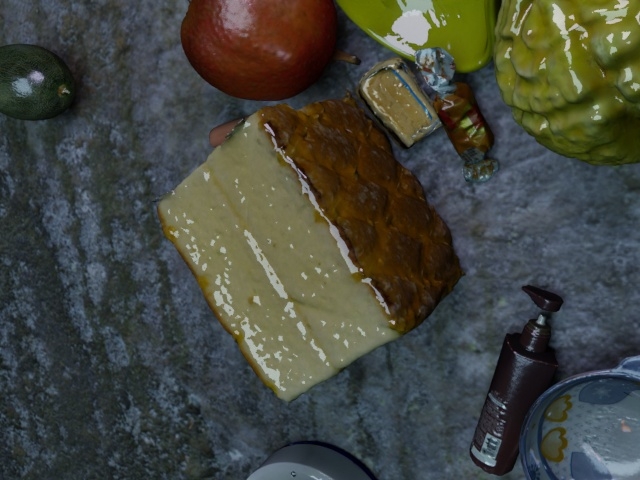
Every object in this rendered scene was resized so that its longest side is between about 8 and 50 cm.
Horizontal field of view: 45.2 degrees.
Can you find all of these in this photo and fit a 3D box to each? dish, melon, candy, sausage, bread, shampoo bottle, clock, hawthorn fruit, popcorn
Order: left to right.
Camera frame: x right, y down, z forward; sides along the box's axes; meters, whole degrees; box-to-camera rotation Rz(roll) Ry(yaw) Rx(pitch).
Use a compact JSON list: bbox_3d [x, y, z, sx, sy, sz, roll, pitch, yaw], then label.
[{"bbox_3d":[-0.440,-0.238,1.157,0.167,0.114,0.114,15,108,26],"label":"melon"},{"bbox_3d":[-0.116,-0.150,1.061,0.083,0.034,0.034,-13,96,29],"label":"sausage"},{"bbox_3d":[-0.055,-0.258,0.939,0.225,0.196,0.196,22,113,-5],"label":"hawthorn fruit"},{"bbox_3d":[-0.012,0.413,1.115,0.230,0.083,0.230,5,102,26],"label":"clock"},{"bbox_3d":[0.000,0.000,0.906,0.207,0.279,0.279,-36,88,27],"label":"bread"},{"bbox_3d":[0.095,-0.168,0.933,0.072,0.053,0.106,-34,100,25],"label":"bread"},{"bbox_3d":[0.118,-0.312,0.822,0.221,0.262,0.108,30,71,16],"label":"dish"},{"bbox_3d":[0.162,-0.142,0.892,0.053,0.046,0.182,-23,115,17],"label":"candy"},{"bbox_3d":[0.242,0.172,0.940,0.068,0.067,0.236,19,110,11],"label":"shampoo bottle"},{"bbox_3d":[0.351,0.242,0.889,0.228,0.086,0.236,40,116,12],"label":"dish"},{"bbox_3d":[0.296,-0.197,0.723,0.270,0.258,0.224,84,160,-52],"label":"popcorn"}]
